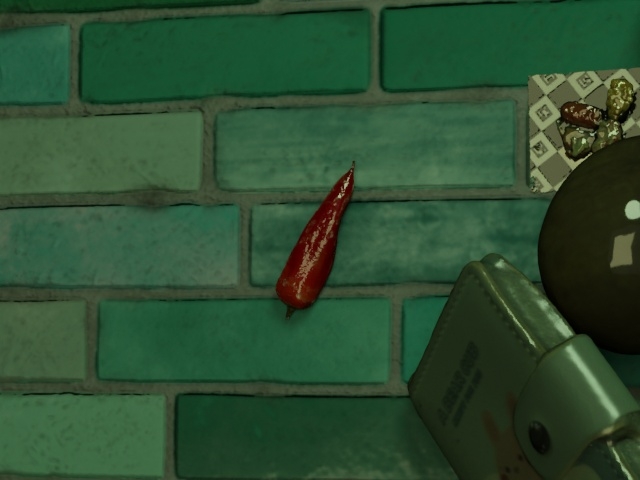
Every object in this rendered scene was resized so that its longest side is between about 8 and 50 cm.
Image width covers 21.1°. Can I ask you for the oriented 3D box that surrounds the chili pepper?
[{"bbox_3d":[0.000,0.000,1.764,0.045,0.027,0.178,27,90,16],"label":"chili pepper"}]

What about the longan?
[{"bbox_3d":[0.300,0.004,1.601,0.196,0.197,0.220,21,57,15],"label":"longan"}]

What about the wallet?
[{"bbox_3d":[0.208,0.196,1.561,0.360,0.083,0.252,56,144,31],"label":"wallet"}]

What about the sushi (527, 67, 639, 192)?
[{"bbox_3d":[0.266,-0.112,1.705,0.126,0.026,0.120,-4,85,14],"label":"sushi"}]
